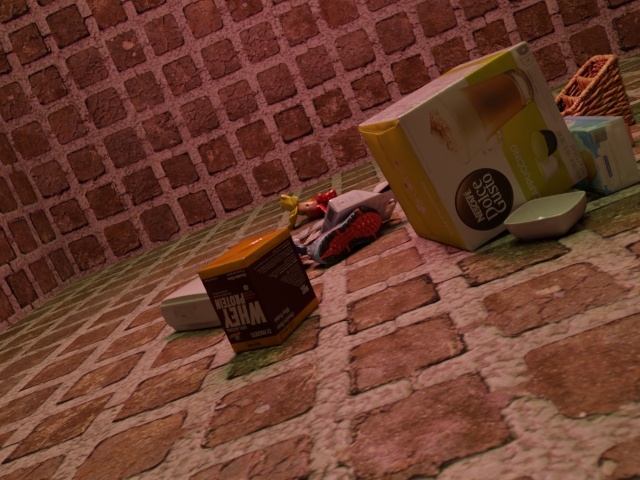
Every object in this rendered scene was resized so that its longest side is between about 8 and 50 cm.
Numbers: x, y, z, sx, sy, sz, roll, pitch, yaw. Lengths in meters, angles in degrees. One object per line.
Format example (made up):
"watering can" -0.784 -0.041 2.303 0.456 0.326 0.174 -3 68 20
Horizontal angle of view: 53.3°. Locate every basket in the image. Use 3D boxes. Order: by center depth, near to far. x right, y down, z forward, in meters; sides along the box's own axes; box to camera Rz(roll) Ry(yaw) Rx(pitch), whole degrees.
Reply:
"basket" 0.847 -0.457 2.060 0.214 0.222 0.299 -20 12 15

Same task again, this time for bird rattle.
"bird rattle" -0.032 -0.142 2.574 0.254 0.143 0.207 -17 -4 13

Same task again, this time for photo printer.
"photo printer" -0.247 0.126 1.741 0.256 0.107 0.308 -12 15 42

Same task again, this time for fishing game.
"fishing game" -0.124 0.035 1.858 0.264 0.041 0.189 14 -20 -42

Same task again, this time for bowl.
"bowl" 0.463 -0.046 1.296 0.142 0.053 0.142 -11 15 47

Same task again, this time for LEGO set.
"LEGO set" -0.085 -0.005 2.100 0.183 0.060 0.244 -30 11 20

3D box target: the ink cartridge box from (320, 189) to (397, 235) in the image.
"ink cartridge box" 0.120 -0.091 1.913 0.232 0.066 0.189 -27 -23 -23

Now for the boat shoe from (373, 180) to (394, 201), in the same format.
"boat shoe" 0.303 -0.202 2.259 0.268 0.096 0.088 -20 15 17

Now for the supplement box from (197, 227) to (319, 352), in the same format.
"supplement box" -0.128 0.105 1.377 0.129 0.194 0.191 -16 13 31

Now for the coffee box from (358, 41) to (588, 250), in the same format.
"coffee box" 0.341 -0.214 1.509 0.334 0.337 0.338 -32 12 -6

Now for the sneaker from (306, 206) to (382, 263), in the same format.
"sneaker" 0.063 -0.018 1.833 0.262 0.104 0.125 -29 11 -32

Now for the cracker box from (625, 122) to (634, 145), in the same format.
"cracker box" 0.701 -0.245 1.738 0.232 0.067 0.156 -24 10 -4

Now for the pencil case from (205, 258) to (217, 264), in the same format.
"pencil case" -0.322 0.076 2.241 0.152 0.064 0.070 -22 36 2

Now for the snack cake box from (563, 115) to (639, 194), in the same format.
"snack cake box" 0.619 -0.204 1.482 0.089 0.152 0.264 -23 11 2

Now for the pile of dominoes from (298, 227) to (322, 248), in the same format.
"pile of dominoes" 0.000 0.000 2.103 0.251 0.040 0.196 -31 12 -1
